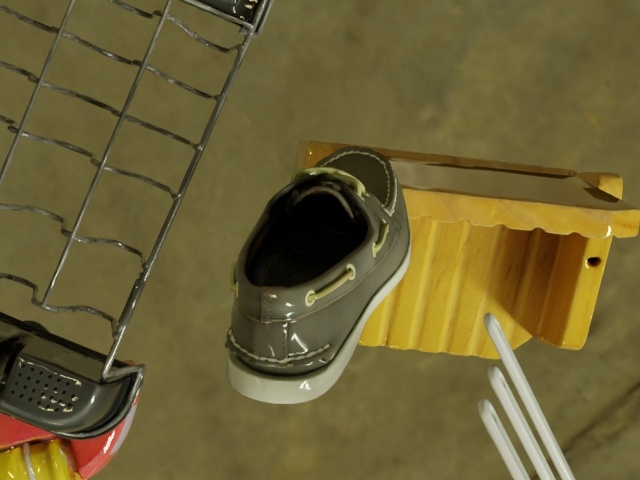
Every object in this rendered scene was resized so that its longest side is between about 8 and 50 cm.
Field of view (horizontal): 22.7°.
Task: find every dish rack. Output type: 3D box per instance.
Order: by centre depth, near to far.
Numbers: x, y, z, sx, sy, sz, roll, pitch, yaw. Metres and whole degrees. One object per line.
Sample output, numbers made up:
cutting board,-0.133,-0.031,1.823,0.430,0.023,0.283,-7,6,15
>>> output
dish rack,-0.135,-0.067,0.675,0.208,0.074,0.271,23,91,-3

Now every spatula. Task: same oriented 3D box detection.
spatula,0.155,0.171,0.990,0.019,0.168,0.242,-22,106,16

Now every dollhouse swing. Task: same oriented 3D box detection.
dollhouse swing,0.144,0.042,1.704,0.347,0.305,0.315,6,114,-8

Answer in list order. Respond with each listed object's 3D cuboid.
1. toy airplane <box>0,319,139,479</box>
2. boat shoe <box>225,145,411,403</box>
toy airplane,-0.376,0.288,1.623,0.386,0.272,0.384,-33,177,-43
boat shoe,0.005,0.001,1.197,0.109,0.305,0.091,8,122,13
